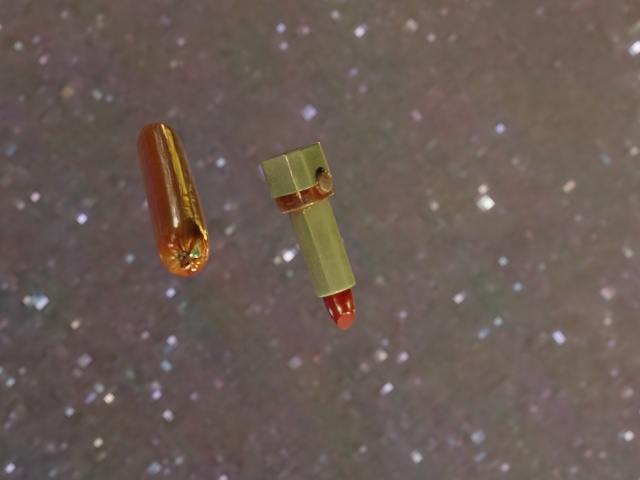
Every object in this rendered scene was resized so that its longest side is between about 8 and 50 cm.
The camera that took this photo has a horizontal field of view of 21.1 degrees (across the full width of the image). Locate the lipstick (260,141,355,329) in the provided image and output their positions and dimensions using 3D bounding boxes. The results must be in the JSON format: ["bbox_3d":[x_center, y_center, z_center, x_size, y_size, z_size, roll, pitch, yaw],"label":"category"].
[{"bbox_3d":[0.001,0.000,1.686,0.063,0.057,0.186,-28,-79,-56],"label":"lipstick"}]

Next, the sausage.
[{"bbox_3d":[-0.152,-0.047,1.745,0.053,0.053,0.348,34,-166,-23],"label":"sausage"}]
